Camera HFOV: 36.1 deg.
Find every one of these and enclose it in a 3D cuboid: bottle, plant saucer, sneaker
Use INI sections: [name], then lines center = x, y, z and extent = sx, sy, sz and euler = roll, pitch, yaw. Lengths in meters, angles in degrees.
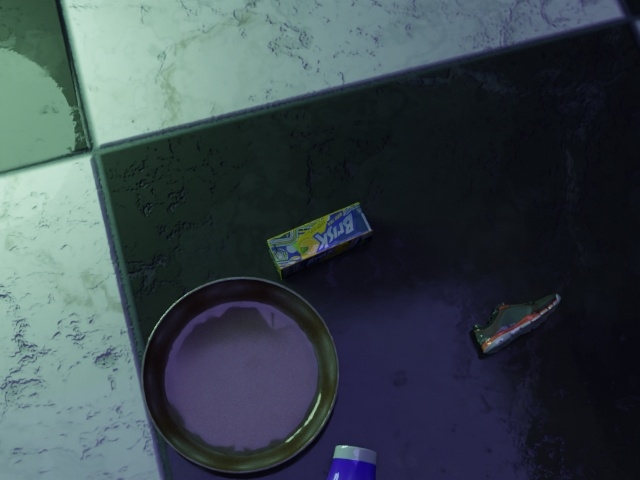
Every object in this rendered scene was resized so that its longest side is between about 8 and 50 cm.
[bottle]
center = 0.032, 0.449, 1.447
extent = 0.118, 0.092, 0.283
euler = 10, 71, 4
[plant saucer]
center = -0.124, 0.212, 1.552
extent = 0.310, 0.050, 0.311
euler = 0, 71, 0
[sneaker]
center = 0.316, 0.119, 1.586
extent = 0.157, 0.061, 0.065
euler = -30, 67, -11

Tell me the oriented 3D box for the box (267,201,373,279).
[box]
center = 0.000, 0.000, 1.625
extent = 0.168, 0.054, 0.059
euler = -23, 73, -9
